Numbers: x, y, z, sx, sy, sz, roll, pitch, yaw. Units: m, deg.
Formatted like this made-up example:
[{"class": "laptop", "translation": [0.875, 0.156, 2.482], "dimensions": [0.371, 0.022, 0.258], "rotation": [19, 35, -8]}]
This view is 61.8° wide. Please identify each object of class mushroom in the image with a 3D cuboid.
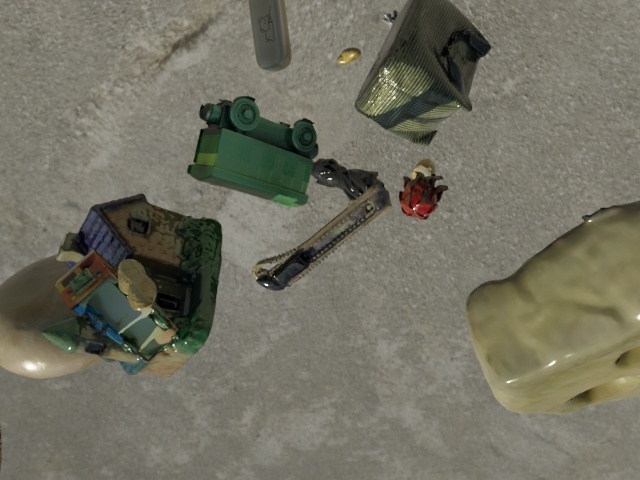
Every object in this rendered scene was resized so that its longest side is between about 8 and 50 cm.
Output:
[{"class": "mushroom", "translation": [-0.584, 0.192, 1.265], "dimensions": [0.362, 0.362, 0.295], "rotation": [-4, 116, 3]}]

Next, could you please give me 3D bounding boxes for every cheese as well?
[{"class": "cheese", "translation": [0.302, 0.067, 0.498], "dimensions": [0.326, 0.115, 0.318], "rotation": [-9, 148, -8]}]

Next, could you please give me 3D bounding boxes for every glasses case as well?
[{"class": "glasses case", "translation": [-0.119, -0.501, 1.264], "dimensions": [0.083, 0.050, 0.196], "rotation": [-7, 93, 21]}]

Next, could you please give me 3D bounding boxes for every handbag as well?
[{"class": "handbag", "translation": [0.249, -0.411, 1.292], "dimensions": [0.240, 0.341, 0.247], "rotation": [28, 154, -11]}]

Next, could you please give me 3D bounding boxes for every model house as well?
[{"class": "model house", "translation": [-0.377, 0.083, 1.062], "dimensions": [0.280, 0.312, 0.245], "rotation": [22, 138, -28]}]

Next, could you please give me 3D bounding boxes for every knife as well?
[{"class": "knife", "translation": [0.000, 0.003, 1.155], "dimensions": [0.365, 0.043, 0.089], "rotation": [-36, 112, 17]}]

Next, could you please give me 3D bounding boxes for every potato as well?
[{"class": "potato", "translation": [0.086, -0.561, 1.620], "dimensions": [0.045, 0.047, 0.092], "rotation": [10, 167, -37]}]

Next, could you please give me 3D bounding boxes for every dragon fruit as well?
[{"class": "dragon fruit", "translation": [0.301, -0.132, 1.601], "dimensions": [0.130, 0.121, 0.142], "rotation": [-2, 104, -14]}]

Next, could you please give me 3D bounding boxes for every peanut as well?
[{"class": "peanut", "translation": [-0.210, 0.051, 0.614], "dimensions": [0.037, 0.083, 0.037], "rotation": [-19, 127, -26]}]

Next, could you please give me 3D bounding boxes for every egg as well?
[{"class": "egg", "translation": [0.337, -0.224, 1.732], "dimensions": [0.071, 0.071, 0.083], "rotation": [8, 108, -5]}]

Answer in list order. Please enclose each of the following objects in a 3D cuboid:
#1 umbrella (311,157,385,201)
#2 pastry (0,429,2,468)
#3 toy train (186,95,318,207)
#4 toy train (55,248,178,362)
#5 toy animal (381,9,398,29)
[{"class": "umbrella", "translation": [0.041, -0.198, 1.638], "dimensions": [0.340, 0.118, 0.118], "rotation": [22, 131, 27]}, {"class": "pastry", "translation": [-0.548, 0.280, 0.634], "dimensions": [0.310, 0.255, 0.162], "rotation": [20, 144, -11]}, {"class": "toy train", "translation": [-0.139, -0.196, 1.192], "dimensions": [0.300, 0.120, 0.202], "rotation": [14, 90, -39]}, {"class": "toy train", "translation": [-0.277, 0.095, 0.738], "dimensions": [0.072, 0.099, 0.188], "rotation": [-47, 141, -15]}, {"class": "toy animal", "translation": [0.281, -0.610, 1.525], "dimensions": [0.205, 0.081, 0.367], "rotation": [24, 156, 28]}]
